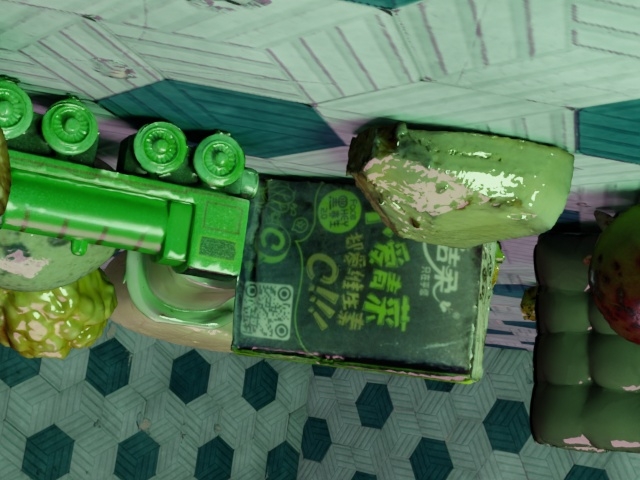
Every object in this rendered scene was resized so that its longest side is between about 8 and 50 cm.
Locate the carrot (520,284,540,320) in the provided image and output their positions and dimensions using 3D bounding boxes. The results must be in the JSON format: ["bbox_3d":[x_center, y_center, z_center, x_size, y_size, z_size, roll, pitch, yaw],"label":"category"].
[{"bbox_3d":[0.392,0.095,1.271,0.229,0.068,0.069,2,170,44],"label":"carrot"}]

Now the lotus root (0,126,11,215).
[{"bbox_3d":[-0.335,-0.069,0.532,0.291,0.193,0.193,15,172,4],"label":"lotus root"}]

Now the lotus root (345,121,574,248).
[{"bbox_3d":[0.086,-0.037,0.657,0.144,0.070,0.143,12,170,-25],"label":"lotus root"}]

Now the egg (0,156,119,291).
[{"bbox_3d":[-0.256,-0.024,0.804,0.182,0.141,0.141,0,171,-1],"label":"egg"}]

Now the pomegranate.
[{"bbox_3d":[0.269,0.023,0.735,0.129,0.129,0.159,15,177,-40],"label":"pomegranate"}]

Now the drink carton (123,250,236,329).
[{"bbox_3d":[-0.126,0.014,0.967,0.146,0.144,0.142,10,165,-20],"label":"drink carton"}]

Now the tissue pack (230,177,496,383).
[{"bbox_3d":[0.037,0.033,0.819,0.236,0.173,0.073,3,177,19],"label":"tissue pack"}]

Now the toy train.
[{"bbox_3d":[-0.170,-0.042,0.690,0.251,0.119,0.085,10,172,-23],"label":"toy train"}]

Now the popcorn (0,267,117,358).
[{"bbox_3d":[-0.304,0.022,0.968,0.170,0.189,0.218,-10,-160,-31],"label":"popcorn"}]

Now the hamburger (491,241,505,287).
[{"bbox_3d":[0.108,0.028,0.919,0.166,0.087,0.137,8,155,-40],"label":"hamburger"}]

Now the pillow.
[{"bbox_3d":[0.345,0.102,0.814,0.326,0.228,0.101,-1,174,37],"label":"pillow"}]

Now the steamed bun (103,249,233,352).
[{"bbox_3d":[-0.177,0.071,1.299,0.250,0.154,0.200,19,164,-31],"label":"steamed bun"}]
